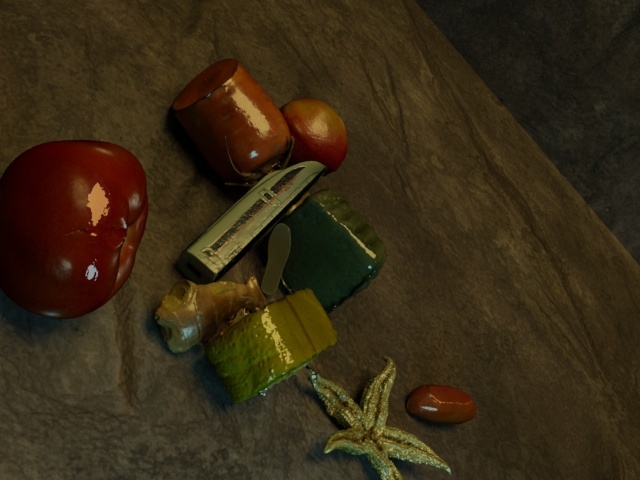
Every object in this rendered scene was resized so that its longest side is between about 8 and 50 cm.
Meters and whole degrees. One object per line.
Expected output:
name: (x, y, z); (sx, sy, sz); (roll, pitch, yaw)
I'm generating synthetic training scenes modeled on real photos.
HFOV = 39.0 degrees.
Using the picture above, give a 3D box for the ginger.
ginger: (-0.192, 0.133, 1.693); (0.294, 0.086, 0.131); (-2, 90, -56)

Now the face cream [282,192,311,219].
face cream: (0.000, 0.000, 2.073); (0.285, 0.067, 0.139); (55, 28, 3)

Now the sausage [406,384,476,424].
sausage: (0.276, 0.372, 2.052); (0.179, 0.089, 0.089); (14, 49, -31)

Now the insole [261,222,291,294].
insole: (-0.093, 0.039, 1.879); (0.053, 0.153, 0.002); (17, 3, 19)

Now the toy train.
toy train: (-0.129, -0.057, 1.841); (0.088, 0.086, 0.407); (40, 52, 4)

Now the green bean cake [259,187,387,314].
green bean cake: (0.008, 0.029, 1.926); (0.227, 0.222, 0.125); (51, 27, 4)

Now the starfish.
starfish: (0.105, 0.400, 1.818); (0.347, 0.078, 0.358); (10, 52, -47)

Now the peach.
peach: (-0.025, -0.237, 2.162); (0.197, 0.197, 0.197); (31, 39, -29)

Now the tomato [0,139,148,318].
tomato: (-0.404, -0.023, 1.440); (0.226, 0.299, 0.299); (12, 40, 1)

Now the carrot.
carrot: (-0.171, -0.231, 1.958); (0.331, 0.193, 0.214); (55, -1, -8)

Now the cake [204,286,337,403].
cake: (-0.092, 0.193, 1.677); (0.156, 0.179, 0.260); (61, 26, 7)
